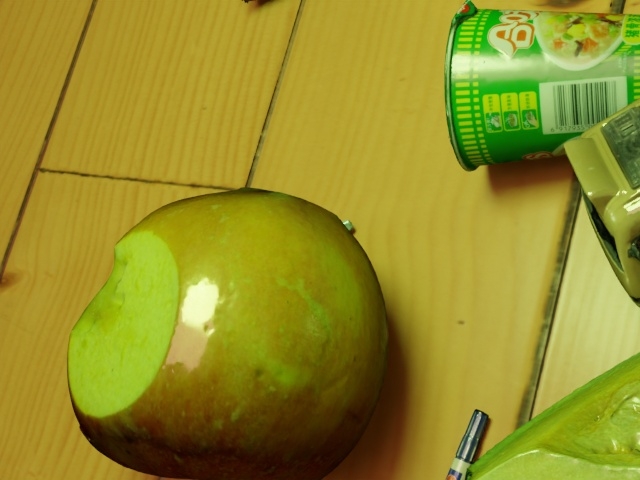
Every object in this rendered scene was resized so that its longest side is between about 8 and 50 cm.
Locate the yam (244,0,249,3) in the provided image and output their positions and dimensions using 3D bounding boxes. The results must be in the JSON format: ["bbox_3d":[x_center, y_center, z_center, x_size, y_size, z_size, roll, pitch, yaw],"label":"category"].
[{"bbox_3d":[-0.035,-0.467,1.438,0.238,0.129,0.128,-15,30,26],"label":"yam"}]

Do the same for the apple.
[{"bbox_3d":[-0.111,0.112,1.116,0.384,0.374,0.374,6,75,17],"label":"apple"}]

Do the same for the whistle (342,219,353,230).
[{"bbox_3d":[0.000,0.000,1.289,0.100,0.035,0.035,-29,59,18],"label":"whistle"}]

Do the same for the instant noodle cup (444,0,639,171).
[{"bbox_3d":[0.282,-0.184,1.094,0.232,0.207,0.207,2,73,26],"label":"instant noodle cup"}]

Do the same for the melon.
[{"bbox_3d":[0.313,0.207,0.883,0.343,0.226,0.331,-27,47,21],"label":"melon"}]

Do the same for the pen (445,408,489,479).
[{"bbox_3d":[0.150,0.293,1.090,0.025,0.025,0.204,18,82,35],"label":"pen"}]

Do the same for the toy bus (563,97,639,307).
[{"bbox_3d":[0.433,-0.093,0.930,0.365,0.202,0.177,-32,40,20],"label":"toy bus"}]
